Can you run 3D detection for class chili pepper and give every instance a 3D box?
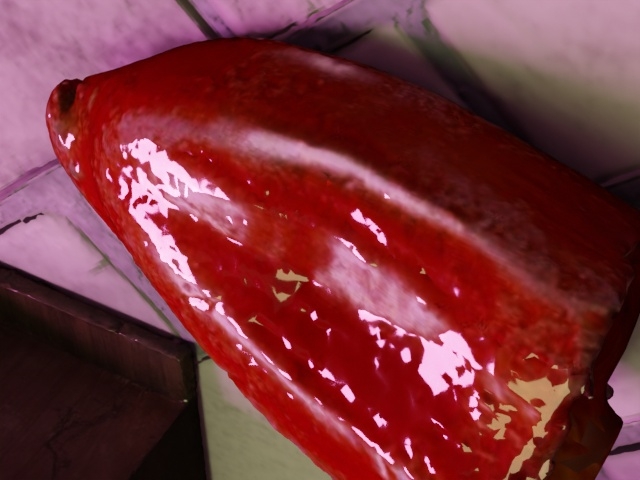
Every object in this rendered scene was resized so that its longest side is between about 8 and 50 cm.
[{"bbox_3d":[0.000,0.000,0.586,0.252,0.136,0.144,35,171,17],"label":"chili pepper"}]

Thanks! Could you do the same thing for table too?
[{"bbox_3d":[-0.168,0.139,0.811,0.172,0.169,0.193,21,141,21],"label":"table"}]
